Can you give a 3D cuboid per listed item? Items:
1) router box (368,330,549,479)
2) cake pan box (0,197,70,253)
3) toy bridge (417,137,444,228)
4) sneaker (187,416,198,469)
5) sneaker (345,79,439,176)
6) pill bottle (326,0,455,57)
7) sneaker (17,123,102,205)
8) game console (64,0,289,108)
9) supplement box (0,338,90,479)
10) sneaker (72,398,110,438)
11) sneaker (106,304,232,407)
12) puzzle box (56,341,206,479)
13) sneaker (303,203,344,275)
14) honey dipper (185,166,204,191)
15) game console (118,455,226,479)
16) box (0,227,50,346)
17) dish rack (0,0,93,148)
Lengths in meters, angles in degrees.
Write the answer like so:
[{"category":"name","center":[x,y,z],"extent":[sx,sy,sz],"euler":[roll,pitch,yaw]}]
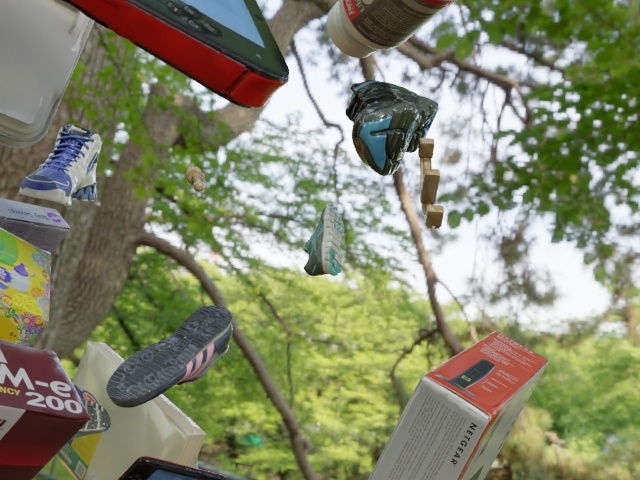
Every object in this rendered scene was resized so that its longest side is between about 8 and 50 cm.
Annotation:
[{"category":"router box","center":[0.134,0.289,0.964],"extent":[0.082,0.336,0.301],"euler":[30,16,22]},{"category":"cake pan box","center":[-0.616,0.033,1.445],"extent":[0.070,0.246,0.267],"euler":[50,17,24]},{"category":"toy bridge","center":[0.167,-0.081,1.234],"extent":[0.026,0.188,0.063],"euler":[2,-48,0]},{"category":"sneaker","center":[-0.339,0.514,1.945],"extent":[0.083,0.224,0.098],"euler":[-8,20,-25]},{"category":"sneaker","center":[0.093,-0.195,1.331],"extent":[0.139,0.125,0.341],"euler":[27,17,10]},{"category":"pill bottle","center":[0.147,-0.492,1.611],"extent":[0.176,0.176,0.318],"euler":[15,-22,-26]},{"category":"sneaker","center":[-0.611,-0.186,1.916],"extent":[0.127,0.182,0.315],"euler":[11,8,2]},{"category":"game console","center":[-0.205,-0.309,0.889],"extent":[0.342,0.060,0.387],"euler":[29,23,-31]},{"category":"supplement box","center":[-0.284,0.166,0.528],"extent":[0.073,0.239,0.130],"euler":[48,8,32]},{"category":"sneaker","center":[-0.451,0.325,1.416],"extent":[0.162,0.063,0.073],"euler":[-2,-44,-8]},{"category":"sneaker","center":[-0.291,0.262,1.625],"extent":[0.112,0.131,0.319],"euler":[27,41,29]},{"category":"puzzle box","center":[-0.423,0.423,1.708],"extent":[0.409,0.272,0.052],"euler":[30,10,40]},{"category":"sneaker","center":[0.000,0.000,1.570],"extent":[0.076,0.167,0.065],"euler":[-16,-43,26]},{"category":"honey dipper","center":[-0.210,-0.100,1.364],"extent":[0.030,0.031,0.161],"euler":[13,10,-15]},{"category":"game console","center":[-0.228,0.394,1.188],"extent":[0.144,0.085,0.124],"euler":[23,-50,-26]},{"category":"box","center":[-0.555,0.089,1.046],"extent":[0.290,0.279,0.177],"euler":[33,15,-31]},{"category":"dish rack","center":[-0.490,-0.302,1.133],"extent":[0.332,0.286,0.072],"euler":[23,-2,-40]}]
